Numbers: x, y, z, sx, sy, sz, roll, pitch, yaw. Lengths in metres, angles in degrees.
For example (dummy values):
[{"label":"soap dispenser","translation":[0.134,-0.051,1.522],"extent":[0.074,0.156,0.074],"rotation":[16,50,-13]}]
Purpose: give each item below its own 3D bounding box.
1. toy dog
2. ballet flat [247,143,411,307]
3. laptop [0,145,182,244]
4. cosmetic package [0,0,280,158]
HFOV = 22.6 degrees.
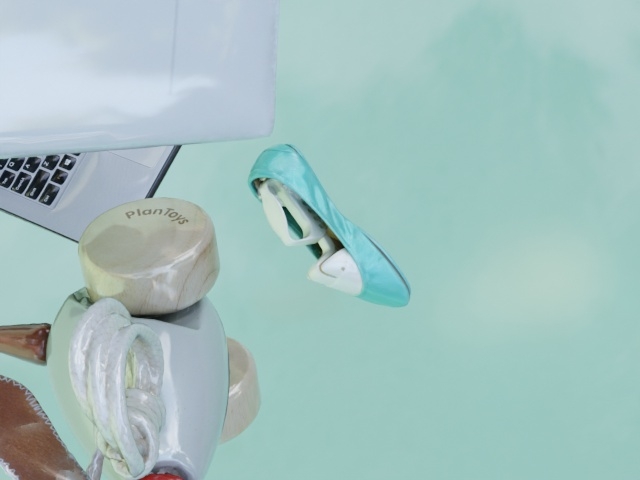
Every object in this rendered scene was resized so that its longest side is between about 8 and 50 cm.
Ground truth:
[{"label":"toy dog","translation":[-0.136,0.112,0.900],"extent":[0.161,0.334,0.220],"rotation":[-7,104,10]},{"label":"ballet flat","translation":[0.000,0.000,1.879],"extent":[0.087,0.083,0.247],"rotation":[-39,88,-33]},{"label":"laptop","translation":[-0.349,-0.247,1.879],"extent":[0.408,0.236,0.382],"rotation":[22,77,28]},{"label":"cosmetic package","translation":[-0.255,-0.230,0.764],"extent":[0.394,0.327,0.329],"rotation":[-6,111,-30]}]
